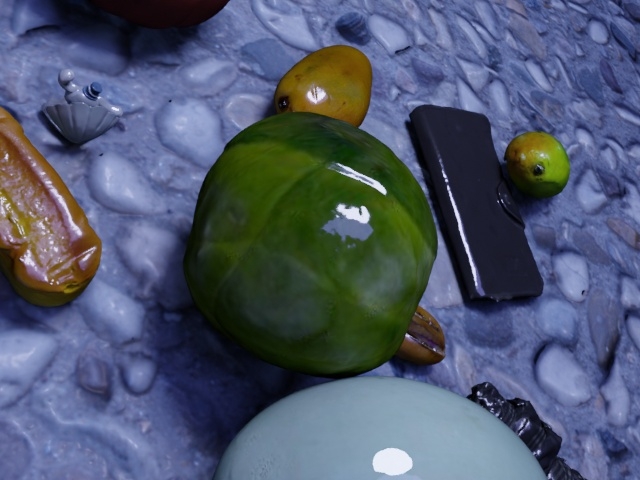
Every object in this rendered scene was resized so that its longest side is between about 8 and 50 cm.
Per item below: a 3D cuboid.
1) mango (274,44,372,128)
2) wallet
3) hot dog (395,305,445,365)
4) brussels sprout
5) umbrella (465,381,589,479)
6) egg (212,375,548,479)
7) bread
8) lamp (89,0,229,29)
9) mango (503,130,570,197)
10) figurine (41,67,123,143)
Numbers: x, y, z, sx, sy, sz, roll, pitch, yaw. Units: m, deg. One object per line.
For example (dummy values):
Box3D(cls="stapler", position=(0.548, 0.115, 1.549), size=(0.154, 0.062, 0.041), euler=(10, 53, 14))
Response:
Box3D(cls="mango", position=(0.019, -0.235, 1.071), size=(0.138, 0.113, 0.253), euler=(42, 42, -3))
Box3D(cls="wallet", position=(0.279, -0.065, 1.194), size=(0.197, 0.051, 0.377), euler=(2, 66, -36))
Box3D(cls="hot dog", position=(0.127, 0.125, 0.977), size=(0.140, 0.060, 0.089), euler=(38, 45, -7))
Box3D(cls="brussels sprout", position=(-0.002, -0.006, 0.814), size=(0.290, 0.281, 0.355), euler=(21, 18, 17))
Box3D(cls="umbrella", position=(0.305, 0.322, 0.957), size=(0.337, 0.128, 0.154), euler=(31, 67, -24))
Box3D(cls="egg", position=(0.073, 0.283, 0.706), size=(0.389, 0.276, 0.276), euler=(13, 58, -24))
Box3D(cls="bread", position=(-0.335, -0.041, 0.732), size=(0.102, 0.094, 0.245), euler=(-33, 86, -36))
Box3D(cls="lamp", position=(-0.229, -0.436, 0.907), size=(0.303, 0.257, 0.303), euler=(12, 69, -33))
Box3D(cls="mango", position=(0.411, -0.141, 1.271), size=(0.233, 0.111, 0.125), euler=(-7, 85, -63))
Box3D(cls="figurine", position=(-0.290, -0.163, 0.832), size=(0.095, 0.086, 0.082), euler=(5, 61, -32))
